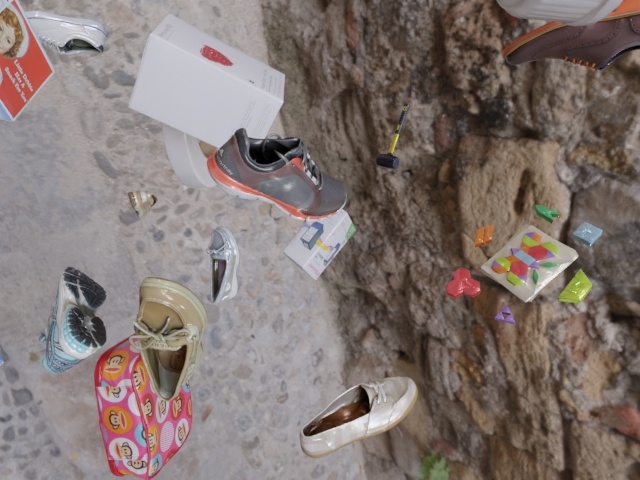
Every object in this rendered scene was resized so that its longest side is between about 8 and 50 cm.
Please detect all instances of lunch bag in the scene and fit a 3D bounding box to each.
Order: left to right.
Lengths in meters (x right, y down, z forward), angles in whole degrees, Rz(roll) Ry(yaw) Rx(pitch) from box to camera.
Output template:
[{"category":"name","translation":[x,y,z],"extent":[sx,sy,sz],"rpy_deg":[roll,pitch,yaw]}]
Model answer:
[{"category":"lunch bag","translation":[-0.380,0.352,1.040],"extent":[0.258,0.120,0.294],"rpy_deg":[-42,130,-74]}]

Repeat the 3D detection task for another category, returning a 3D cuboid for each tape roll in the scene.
[{"category":"tape roll","translation":[-0.386,-0.359,1.434],"extent":[0.392,0.071,0.393],"rpy_deg":[0,90,-83]}]

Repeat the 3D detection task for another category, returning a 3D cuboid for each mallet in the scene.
[{"category":"mallet","translation":[0.221,-0.291,1.281],"extent":[0.039,0.062,0.190],"rpy_deg":[16,100,-57]}]

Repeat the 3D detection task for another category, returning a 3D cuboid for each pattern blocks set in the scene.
[{"category":"pattern blocks set","translation":[0.481,0.050,1.062],"extent":[0.325,0.285,0.026],"rpy_deg":[-51,142,-16]}]

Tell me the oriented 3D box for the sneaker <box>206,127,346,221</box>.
[{"category":"sneaker","translation":[-0.025,-0.064,0.432],"extent":[0.157,0.061,0.065],"rpy_deg":[8,138,-41]}]

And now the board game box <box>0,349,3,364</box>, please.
[{"category":"board game box","translation":[-1.108,0.333,1.256],"extent":[0.232,0.141,0.291],"rpy_deg":[-42,146,-2]}]

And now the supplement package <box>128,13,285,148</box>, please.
[{"category":"supplement package","translation":[-0.248,-0.343,1.034],"extent":[0.292,0.178,0.175],"rpy_deg":[22,125,-20]}]

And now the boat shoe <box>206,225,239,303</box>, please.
[{"category":"boat shoe","translation":[-0.409,0.101,1.861],"extent":[0.103,0.118,0.321],"rpy_deg":[-22,121,-53]}]

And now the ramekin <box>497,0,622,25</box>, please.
[{"category":"ramekin","translation":[0.346,-0.457,0.659],"extent":[0.127,0.273,0.273],"rpy_deg":[-5,108,-1]}]

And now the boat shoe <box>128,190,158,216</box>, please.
[{"category":"boat shoe","translation":[-0.516,-0.111,1.341],"extent":[0.072,0.190,0.068],"rpy_deg":[-19,94,-17]}]

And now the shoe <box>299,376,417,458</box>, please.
[{"category":"shoe","translation":[0.064,0.281,0.744],"extent":[0.218,0.076,0.058],"rpy_deg":[-25,127,-13]}]

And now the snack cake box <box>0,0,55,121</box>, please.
[{"category":"snack cake box","translation":[-0.582,-0.356,0.769],"extent":[0.264,0.089,0.152],"rpy_deg":[96,6,-58]}]

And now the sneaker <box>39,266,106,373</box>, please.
[{"category":"sneaker","translation":[-0.542,0.162,0.967],"extent":[0.122,0.283,0.110],"rpy_deg":[-42,126,2]}]

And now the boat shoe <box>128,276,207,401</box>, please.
[{"category":"boat shoe","translation":[-0.246,0.169,0.745],"extent":[0.285,0.104,0.089],"rpy_deg":[97,6,-47]}]

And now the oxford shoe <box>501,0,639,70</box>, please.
[{"category":"oxford shoe","translation":[0.467,-0.348,0.810],"extent":[0.096,0.271,0.099],"rpy_deg":[-22,105,-52]}]

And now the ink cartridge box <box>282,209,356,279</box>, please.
[{"category":"ink cartridge box","translation":[0.000,0.000,1.388],"extent":[0.212,0.093,0.154],"rpy_deg":[-49,156,-6]}]

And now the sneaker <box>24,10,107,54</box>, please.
[{"category":"sneaker","translation":[-0.751,-0.584,1.293],"extent":[0.257,0.094,0.092],"rpy_deg":[-3,72,-12]}]
